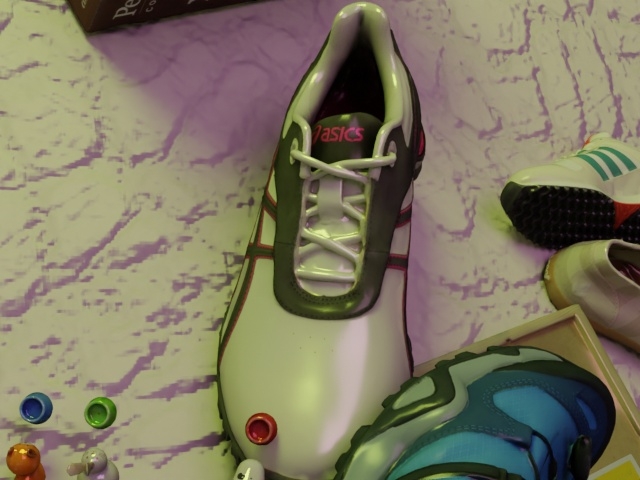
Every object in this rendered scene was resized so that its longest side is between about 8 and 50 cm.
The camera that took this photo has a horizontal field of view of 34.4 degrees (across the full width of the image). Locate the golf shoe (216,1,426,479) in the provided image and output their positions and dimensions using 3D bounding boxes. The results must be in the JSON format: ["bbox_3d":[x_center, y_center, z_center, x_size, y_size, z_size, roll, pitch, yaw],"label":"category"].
[{"bbox_3d":[0.000,0.000,0.539,0.105,0.120,0.272,3,56,5],"label":"golf shoe"}]

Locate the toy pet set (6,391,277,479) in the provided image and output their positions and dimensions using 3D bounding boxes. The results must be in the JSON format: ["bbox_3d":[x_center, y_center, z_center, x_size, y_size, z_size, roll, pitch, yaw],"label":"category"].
[{"bbox_3d":[-0.085,0.127,0.446,0.122,0.065,0.114,3,84,5],"label":"toy pet set"}]

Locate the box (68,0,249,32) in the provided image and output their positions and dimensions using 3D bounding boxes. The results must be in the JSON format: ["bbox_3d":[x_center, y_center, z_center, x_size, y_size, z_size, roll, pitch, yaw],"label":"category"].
[{"bbox_3d":[-0.069,-0.256,0.631,0.203,0.168,0.167,-21,74,-34],"label":"box"}]

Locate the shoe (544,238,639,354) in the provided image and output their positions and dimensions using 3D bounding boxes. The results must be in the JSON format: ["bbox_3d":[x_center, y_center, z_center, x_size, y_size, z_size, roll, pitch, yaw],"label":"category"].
[{"bbox_3d":[0.255,0.055,0.687,0.219,0.058,0.076,23,55,-14],"label":"shoe"}]

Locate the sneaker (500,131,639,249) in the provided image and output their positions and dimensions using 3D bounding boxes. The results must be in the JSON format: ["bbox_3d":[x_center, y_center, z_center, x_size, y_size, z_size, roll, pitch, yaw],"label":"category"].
[{"bbox_3d":[0.184,-0.039,0.718,0.161,0.057,0.075,1,46,-25],"label":"sneaker"}]

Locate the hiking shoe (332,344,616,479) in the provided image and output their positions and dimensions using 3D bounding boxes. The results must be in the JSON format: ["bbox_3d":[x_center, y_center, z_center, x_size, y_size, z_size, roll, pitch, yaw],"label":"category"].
[{"bbox_3d":[0.049,0.144,0.422,0.132,0.113,0.304,19,34,42],"label":"hiking shoe"}]

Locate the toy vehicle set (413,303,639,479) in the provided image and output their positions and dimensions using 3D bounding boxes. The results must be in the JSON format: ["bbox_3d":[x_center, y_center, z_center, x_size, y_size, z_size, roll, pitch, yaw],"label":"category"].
[{"bbox_3d":[0.143,0.178,0.574,0.166,0.035,0.266,-15,70,-33],"label":"toy vehicle set"}]
